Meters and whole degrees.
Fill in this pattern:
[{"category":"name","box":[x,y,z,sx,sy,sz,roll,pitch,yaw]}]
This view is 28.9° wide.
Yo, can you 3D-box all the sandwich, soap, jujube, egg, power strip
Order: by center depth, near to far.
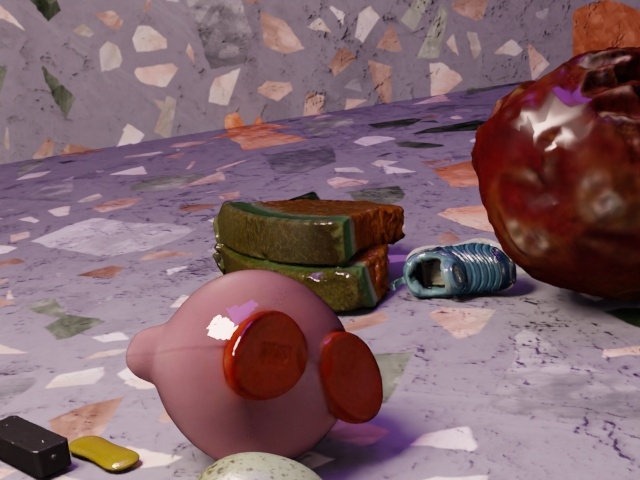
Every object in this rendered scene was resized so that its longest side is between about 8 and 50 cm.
[{"category":"egg","box":[-0.040,0.192,0.880,0.110,0.085,0.085,-3,15,4]},{"category":"soap","box":[-0.194,0.188,1.105,0.034,0.012,0.089,-21,20,-40]},{"category":"power strip","box":[-0.265,0.185,1.118,0.038,0.029,0.111,-19,17,-36]},{"category":"jujube","box":[0.330,-0.079,1.343,0.276,0.276,0.377,7,21,42]},{"category":"sandwich","box":[-0.005,0.004,1.510,0.212,0.109,0.292,-12,15,-16]}]

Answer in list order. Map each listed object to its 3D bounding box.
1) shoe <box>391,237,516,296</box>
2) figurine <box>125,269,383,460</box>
[{"category":"shoe","box":[0.153,0.035,1.411,0.143,0.064,0.071,-1,15,31]},{"category":"figurine","box":[-0.060,0.108,1.047,0.173,0.173,0.173,-7,15,2]}]
